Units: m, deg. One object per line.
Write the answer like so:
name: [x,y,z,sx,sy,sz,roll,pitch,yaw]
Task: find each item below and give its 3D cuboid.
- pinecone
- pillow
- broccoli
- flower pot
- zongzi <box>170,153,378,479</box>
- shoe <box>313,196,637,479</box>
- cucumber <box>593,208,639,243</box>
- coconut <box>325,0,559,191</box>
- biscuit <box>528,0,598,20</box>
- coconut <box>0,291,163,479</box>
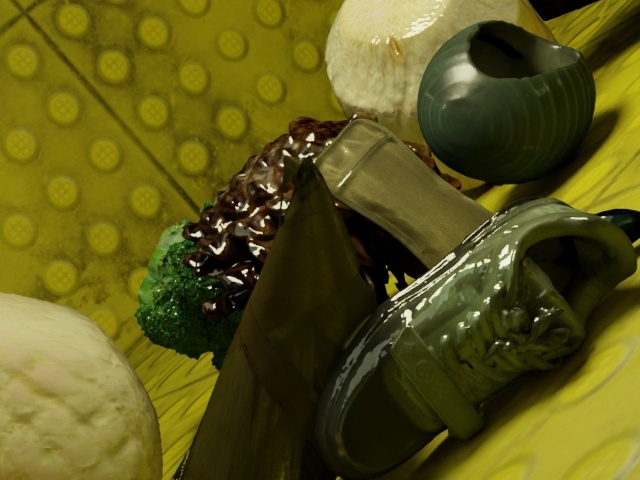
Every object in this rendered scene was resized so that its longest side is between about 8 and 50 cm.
pinecone: [0.002,0.006,1.895,0.296,0.242,0.298,-46,17,11]
pillow: [0.098,-0.034,1.760,0.130,0.217,0.033,-50,-5,-45]
broccoli: [-0.100,0.039,2.144,0.245,0.265,0.294,5,12,21]
flower pot: [0.208,-0.153,1.988,0.243,0.189,0.157,-24,-41,-59]
zongzi: [-0.047,0.111,1.420,0.260,0.123,0.289,-52,-33,-23]
shoe: [0.124,0.073,1.364,0.293,0.109,0.149,-45,16,-17]
cucumber: [0.166,0.050,1.525,0.284,0.056,0.056,-35,9,24]
coconut: [0.161,-0.204,2.261,0.329,0.329,0.329,-40,7,6]
biscuit: [0.424,-0.387,2.371,0.407,0.091,0.407,-25,3,1]
coconut: [-0.386,0.223,1.907,0.415,0.415,0.344,-72,-2,-77]
